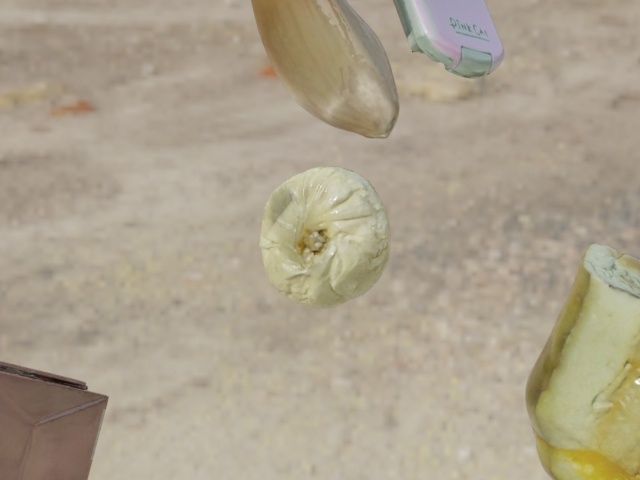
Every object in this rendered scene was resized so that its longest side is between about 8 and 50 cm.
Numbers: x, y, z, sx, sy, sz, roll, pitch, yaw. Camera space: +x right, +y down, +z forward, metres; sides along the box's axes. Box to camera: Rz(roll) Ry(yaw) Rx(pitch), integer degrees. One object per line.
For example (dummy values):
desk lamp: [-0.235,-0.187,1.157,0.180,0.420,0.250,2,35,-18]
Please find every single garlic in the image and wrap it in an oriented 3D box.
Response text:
garlic: [-0.003,-0.276,2.375,0.143,0.318,0.112,-21,20,41]

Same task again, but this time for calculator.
calculator: [0.127,-0.287,1.975,0.141,0.045,0.246,9,54,-45]

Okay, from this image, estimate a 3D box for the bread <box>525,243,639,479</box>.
bread: [0.438,0.201,2.390,0.300,0.341,0.210,21,19,8]

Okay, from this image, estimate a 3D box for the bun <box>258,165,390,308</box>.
bun: [0.000,0.000,2.097,0.164,0.188,0.111,53,39,5]

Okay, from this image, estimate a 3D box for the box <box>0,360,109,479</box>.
box: [-0.363,0.248,1.993,0.086,0.215,0.215,8,-8,44]
